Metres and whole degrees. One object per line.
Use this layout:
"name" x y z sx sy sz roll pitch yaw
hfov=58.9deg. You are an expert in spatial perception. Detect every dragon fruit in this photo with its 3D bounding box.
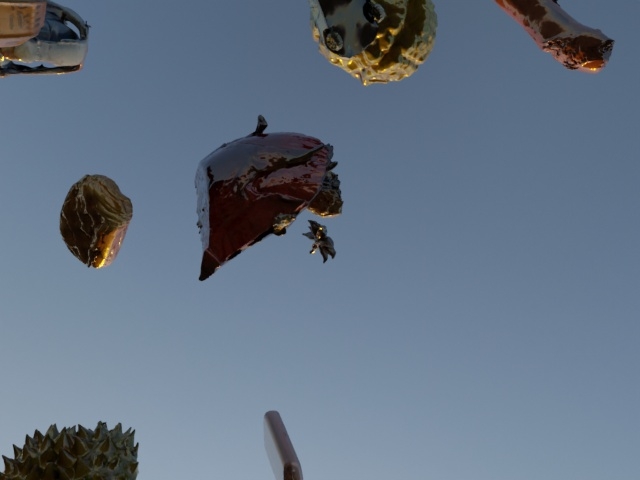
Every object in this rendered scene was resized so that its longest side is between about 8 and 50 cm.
"dragon fruit" -0.116 -0.116 0.956 0.282 0.343 0.100 -28 -55 3

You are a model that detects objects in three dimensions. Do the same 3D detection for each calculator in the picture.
"calculator" -0.068 0.375 0.986 0.032 0.175 0.100 -8 -62 -18

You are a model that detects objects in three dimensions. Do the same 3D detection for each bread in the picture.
"bread" -0.252 -0.022 0.634 0.083 0.044 0.111 44 -54 12
"bread" 0.000 -0.091 1.046 0.082 0.113 0.060 2 -50 -12

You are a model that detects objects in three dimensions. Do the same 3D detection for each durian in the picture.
"durian" -0.307 0.324 0.674 0.186 0.260 0.154 -18 -49 5

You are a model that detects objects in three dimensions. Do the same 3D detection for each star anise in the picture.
"star anise" 0.002 0.001 1.641 0.141 0.042 0.141 41 -34 35

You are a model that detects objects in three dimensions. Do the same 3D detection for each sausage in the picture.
"sausage" 0.369 -0.380 0.957 0.078 0.078 0.304 -53 -125 31

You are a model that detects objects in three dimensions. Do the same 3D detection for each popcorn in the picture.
"popcorn" 0.116 -0.462 1.200 0.270 0.224 0.258 -23 -90 -8

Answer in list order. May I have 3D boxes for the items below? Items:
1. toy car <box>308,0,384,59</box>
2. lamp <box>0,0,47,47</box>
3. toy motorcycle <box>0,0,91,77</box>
"toy car" 0.019 -0.348 0.767 0.056 0.095 0.205 29 -27 52
"lamp" -0.529 -0.374 0.859 0.161 0.185 0.161 14 -68 39
"toy motorcycle" -0.593 -0.415 1.090 0.241 0.319 0.182 -2 -78 23
